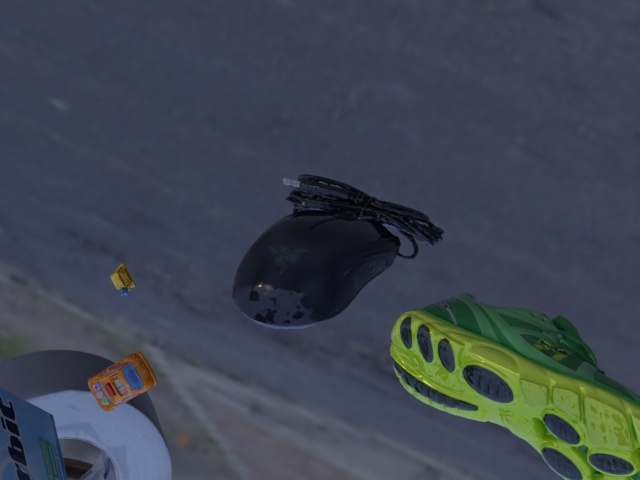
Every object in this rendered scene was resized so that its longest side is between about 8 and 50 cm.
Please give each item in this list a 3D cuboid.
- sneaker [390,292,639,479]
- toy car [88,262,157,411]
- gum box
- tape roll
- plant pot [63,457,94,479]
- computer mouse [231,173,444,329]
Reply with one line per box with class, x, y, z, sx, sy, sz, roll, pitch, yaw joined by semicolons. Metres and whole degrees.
sneaker;0.197;0.115;1.577;0.295;0.123;0.109;29;135;28
toy car;-0.179;0.085;1.629;0.060;0.122;0.040;-11;-174;11
gum box;-0.259;0.193;1.559;0.041;0.157;0.184;-24;153;12
tape roll;-0.254;0.213;1.835;0.219;0.219;0.072;35;-166;-32
plant pot;-0.276;0.346;1.942;0.237;0.237;0.110;29;145;-11
computer mouse;0.000;0.000;2.022;0.188;0.272;0.072;17;123;20
